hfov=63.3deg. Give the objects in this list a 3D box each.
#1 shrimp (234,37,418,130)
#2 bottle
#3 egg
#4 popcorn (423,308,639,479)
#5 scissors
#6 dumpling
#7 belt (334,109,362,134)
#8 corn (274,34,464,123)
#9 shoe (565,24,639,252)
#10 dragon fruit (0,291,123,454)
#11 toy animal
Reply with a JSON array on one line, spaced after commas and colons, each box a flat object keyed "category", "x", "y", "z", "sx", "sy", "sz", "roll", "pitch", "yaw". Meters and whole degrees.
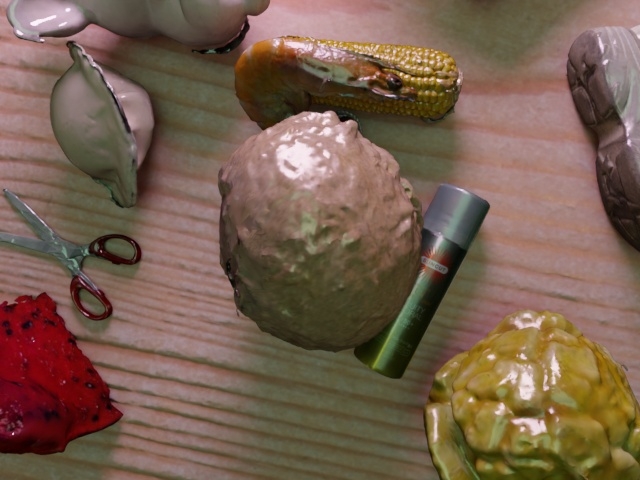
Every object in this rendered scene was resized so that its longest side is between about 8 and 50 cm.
[{"category": "shrimp", "x": 0.003, "y": -0.194, "z": 0.689, "sx": 0.249, "sy": 0.068, "sz": 0.150, "roll": 5, "pitch": 133, "yaw": 16}, {"category": "bottle", "x": 0.147, "y": 0.058, "z": 0.758, "sx": 0.082, "sy": 0.082, "sz": 0.286, "roll": 27, "pitch": 94, "yaw": 2}, {"category": "egg", "x": 0.000, "y": 0.000, "z": 0.662, "sx": 0.279, "sy": 0.279, "sz": 0.310, "roll": -9, "pitch": 123, "yaw": 4}, {"category": "popcorn", "x": 0.285, "y": 0.249, "z": 0.682, "sx": 0.282, "sy": 0.247, "sz": 0.282, "roll": 5, "pitch": 105, "yaw": 17}, {"category": "scissors", "x": -0.415, "y": 0.013, "z": 0.823, "sx": 0.248, "sy": 0.017, "sz": 0.144, "roll": 29, "pitch": 94, "yaw": 3}, {"category": "dumpling", "x": -0.299, "y": -0.170, "z": 0.735, "sx": 0.142, "sy": 0.172, "sz": 0.247, "roll": -23, "pitch": 95, "yaw": -26}, {"category": "belt", "x": -0.038, "y": -0.111, "z": 0.775, "sx": 0.232, "sy": 0.053, "sz": 0.071, "roll": -32, "pitch": 93, "yaw": 4}, {"category": "corn", "x": 0.054, "y": -0.236, "z": 0.745, "sx": 0.293, "sy": 0.106, "sz": 0.106, "roll": 10, "pitch": 93, "yaw": 7}, {"category": "shoe", "x": 0.491, "y": -0.145, "z": 0.702, "sx": 0.210, "sy": 0.132, "sz": 0.342, "roll": -16, "pitch": 88, "yaw": 7}, {"category": "dragon fruit", "x": -0.481, "y": 0.170, "z": 0.716, "sx": 0.302, "sy": 0.330, "sz": 0.240, "roll": -3, "pitch": 71, "yaw": 6}, {"category": "toy animal", "x": -0.240, "y": -0.339, "z": 0.704, "sx": 0.325, "sy": 0.154, "sz": 0.208, "roll": -16, "pitch": 55, "yaw": -5}]
